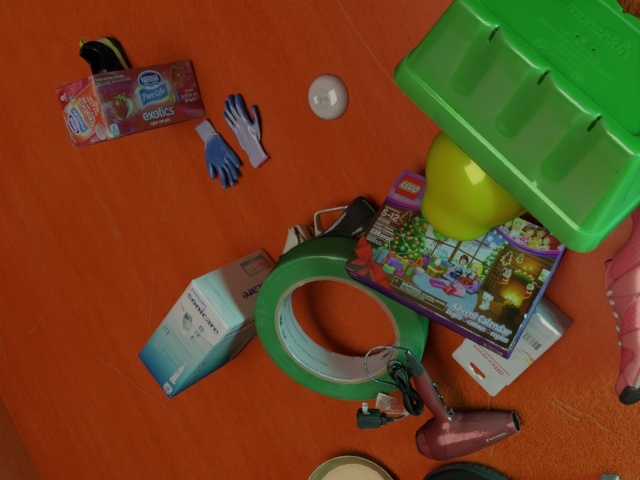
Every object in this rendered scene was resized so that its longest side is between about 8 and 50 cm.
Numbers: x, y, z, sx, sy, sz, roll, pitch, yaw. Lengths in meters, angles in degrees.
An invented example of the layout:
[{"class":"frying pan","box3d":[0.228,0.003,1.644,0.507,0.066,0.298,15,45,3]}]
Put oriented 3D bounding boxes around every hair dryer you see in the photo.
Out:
[{"class":"hair dryer","box3d":[0.206,0.308,1.271,0.293,0.080,0.224,12,132,4]}]

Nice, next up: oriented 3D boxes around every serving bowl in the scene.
[{"class":"serving bowl","box3d":[0.009,-0.258,1.297,0.083,0.027,0.083,14,114,32]}]

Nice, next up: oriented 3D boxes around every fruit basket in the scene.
[{"class":"fruit basket","box3d":[0.282,-0.152,0.999,0.392,0.283,0.392,43,158,23]}]

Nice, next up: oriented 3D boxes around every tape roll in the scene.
[{"class":"tape roll","box3d":[0.039,0.149,1.325,0.321,0.077,0.321,9,121,15]}]

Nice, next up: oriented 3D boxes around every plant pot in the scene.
[{"class":"plant pot","box3d":[0.072,0.570,1.503,0.236,0.032,0.237,-2,85,22]}]

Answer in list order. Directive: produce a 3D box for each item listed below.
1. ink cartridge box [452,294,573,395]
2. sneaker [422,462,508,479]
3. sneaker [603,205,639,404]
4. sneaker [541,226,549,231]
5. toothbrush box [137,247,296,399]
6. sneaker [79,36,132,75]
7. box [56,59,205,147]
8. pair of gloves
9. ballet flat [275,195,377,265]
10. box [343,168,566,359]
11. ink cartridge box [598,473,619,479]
[{"class":"ink cartridge box","box3d":[0.316,0.164,1.195,0.104,0.061,0.181,46,128,15]},{"class":"sneaker","box3d":[0.312,0.498,1.272,0.340,0.139,0.125,3,110,38]},{"class":"sneaker","box3d":[0.471,0.084,1.035,0.136,0.115,0.314,27,115,39]},{"class":"sneaker","box3d":[0.379,-0.022,1.097,0.083,0.032,0.037,-28,88,41]},{"class":"toothbrush box","box3d":[-0.221,0.175,1.511,0.126,0.216,0.295,51,130,11]},{"class":"sneaker","box3d":[-0.457,-0.343,1.576,0.084,0.097,0.235,-39,82,40]},{"class":"box","box3d":[-0.374,-0.277,1.433,0.128,0.256,0.123,-5,105,39]},{"class":"pair of gloves","box3d":[-0.184,-0.203,1.469,0.198,0.023,0.159,-28,89,41]},{"class":"ballet flat","box3d":[0.000,0.000,1.366,0.280,0.095,0.096,-29,78,30]},{"class":"box","box3d":[0.211,0.030,1.140,0.293,0.201,0.057,26,166,24]},{"class":"ink cartridge box","box3d":[0.477,0.451,1.177,0.029,0.062,0.115,-5,104,37]}]
